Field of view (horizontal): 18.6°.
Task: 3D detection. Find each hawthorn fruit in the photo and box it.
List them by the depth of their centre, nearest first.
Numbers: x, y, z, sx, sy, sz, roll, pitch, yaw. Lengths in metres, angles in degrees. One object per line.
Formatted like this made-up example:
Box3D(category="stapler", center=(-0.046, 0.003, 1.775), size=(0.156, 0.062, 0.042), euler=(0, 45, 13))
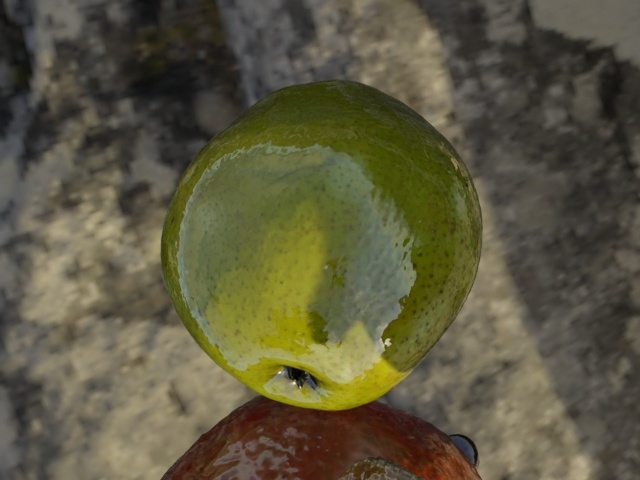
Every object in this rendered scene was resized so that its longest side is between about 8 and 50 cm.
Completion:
Box3D(category="hawthorn fruit", center=(-0.023, 0.279, 1.495), size=(0.284, 0.369, 0.285), euler=(10, 118, 19))

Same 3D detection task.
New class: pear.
Box3D(category="pear", center=(0.000, -0.001, 1.164), size=(0.198, 0.198, 0.198), euler=(12, 110, 34))

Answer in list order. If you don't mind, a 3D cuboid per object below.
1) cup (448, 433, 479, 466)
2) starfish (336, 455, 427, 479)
Box3D(category="cup", center=(0.038, 0.236, 1.882), size=(0.166, 0.239, 0.177), euler=(41, 156, 2))
Box3D(category="starfish", center=(0.071, 0.152, 0.634), size=(0.238, 0.057, 0.213), euler=(-43, 63, 46))
